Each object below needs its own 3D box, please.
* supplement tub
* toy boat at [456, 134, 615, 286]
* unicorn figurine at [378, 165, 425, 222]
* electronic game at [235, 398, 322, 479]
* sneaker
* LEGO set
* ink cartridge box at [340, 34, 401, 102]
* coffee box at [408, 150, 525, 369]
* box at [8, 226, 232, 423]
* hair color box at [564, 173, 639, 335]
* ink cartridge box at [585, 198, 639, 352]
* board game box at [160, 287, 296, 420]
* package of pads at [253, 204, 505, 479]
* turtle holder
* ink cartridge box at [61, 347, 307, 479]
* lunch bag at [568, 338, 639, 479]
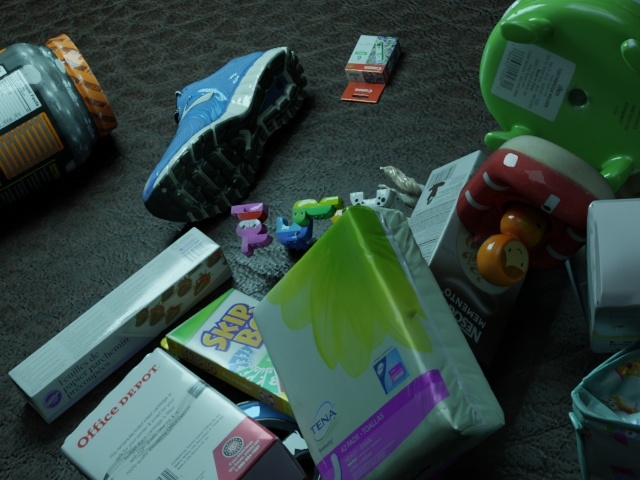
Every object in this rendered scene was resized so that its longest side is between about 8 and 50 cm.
[{"bbox_3d":[-0.485,-0.154,2.212,0.338,0.207,0.207,-31,47,-11],"label":"supplement tub"},{"bbox_3d":[0.228,-0.014,1.699,0.151,0.231,0.151,31,66,-1],"label":"toy boat"},{"bbox_3d":[0.147,-0.039,1.976,0.111,0.162,0.060,22,87,47],"label":"unicorn figurine"},{"bbox_3d":[-0.074,0.283,1.786,0.229,0.048,0.229,-9,47,10],"label":"electronic game"},{"bbox_3d":[-0.156,-0.151,2.177,0.147,0.130,0.330,5,46,41],"label":"sneaker"},{"bbox_3d":[0.000,0.000,1.990,0.227,0.087,0.093,-6,69,23],"label":"LEGO set"},{"bbox_3d":[0.073,-0.257,2.240,0.063,0.029,0.115,7,52,24],"label":"ink cartridge box"},{"bbox_3d":[0.172,0.032,1.850,0.098,0.141,0.246,-23,34,49],"label":"coffee box"},{"bbox_3d":[-0.262,0.109,1.997,0.324,0.063,0.067,-40,48,-18],"label":"box"},{"bbox_3d":[0.377,-0.069,1.909,0.185,0.113,0.374,-16,47,4],"label":"hair color box"},{"bbox_3d":[0.386,0.041,1.595,0.201,0.278,0.117,-3,76,9],"label":"ink cartridge box"},{"bbox_3d":[-0.081,0.137,1.907,0.259,0.039,0.124,21,45,40],"label":"board game box"},{"bbox_3d":[0.056,0.141,1.709,0.101,0.229,0.296,-1,57,-41],"label":"package of pads"},{"bbox_3d":[0.363,-0.209,1.801,0.320,0.243,0.227,0,32,30],"label":"turtle holder"},{"bbox_3d":[-0.162,0.259,1.746,0.172,0.100,0.237,-46,47,-14],"label":"ink cartridge box"},{"bbox_3d":[0.397,0.208,1.572,0.262,0.223,0.160,-7,48,9],"label":"lunch bag"}]
